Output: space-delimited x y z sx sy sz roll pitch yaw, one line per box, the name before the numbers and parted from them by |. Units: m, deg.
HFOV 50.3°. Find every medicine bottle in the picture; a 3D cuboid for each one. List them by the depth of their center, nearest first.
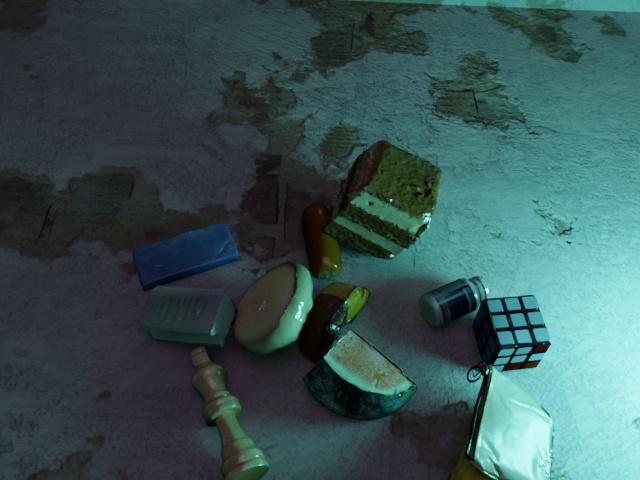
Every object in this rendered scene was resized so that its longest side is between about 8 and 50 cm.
medicine bottle | 0.399 0.177 2.024 0.191 0.107 0.107 -22 58 -17

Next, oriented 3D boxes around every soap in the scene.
soap | -0.377 0.209 1.938 0.261 0.094 0.150 1 50 24

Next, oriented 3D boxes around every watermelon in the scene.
watermelon | 0.115 0.356 1.842 0.318 0.148 0.226 7 62 -4

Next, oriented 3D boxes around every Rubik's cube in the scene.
Rubik's cube | 0.535 0.265 1.932 0.163 0.162 0.161 -4 55 -6

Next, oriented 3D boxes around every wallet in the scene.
wallet | 0.490 0.493 1.765 0.274 0.068 0.335 32 42 -4

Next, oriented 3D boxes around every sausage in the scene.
sausage | 0.001 0.000 2.144 0.105 0.105 0.275 -6 55 -7

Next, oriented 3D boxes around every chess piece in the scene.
chess piece | -0.263 0.450 1.806 0.117 0.117 0.397 -20 55 -16

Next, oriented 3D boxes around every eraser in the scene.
eraser | -0.420 0.046 2.130 0.311 0.043 0.144 -18 56 -14

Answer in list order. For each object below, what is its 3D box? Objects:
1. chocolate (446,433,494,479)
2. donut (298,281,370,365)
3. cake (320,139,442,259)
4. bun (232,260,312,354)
chocolate | 0.349 0.673 1.651 0.162 0.162 0.446 16 46 10
donut | 0.027 0.212 1.967 0.112 0.151 0.295 20 56 24
cake | 0.189 -0.124 2.085 0.281 0.290 0.256 26 51 -10
bun | -0.121 0.204 1.937 0.287 0.146 0.287 -34 30 23
